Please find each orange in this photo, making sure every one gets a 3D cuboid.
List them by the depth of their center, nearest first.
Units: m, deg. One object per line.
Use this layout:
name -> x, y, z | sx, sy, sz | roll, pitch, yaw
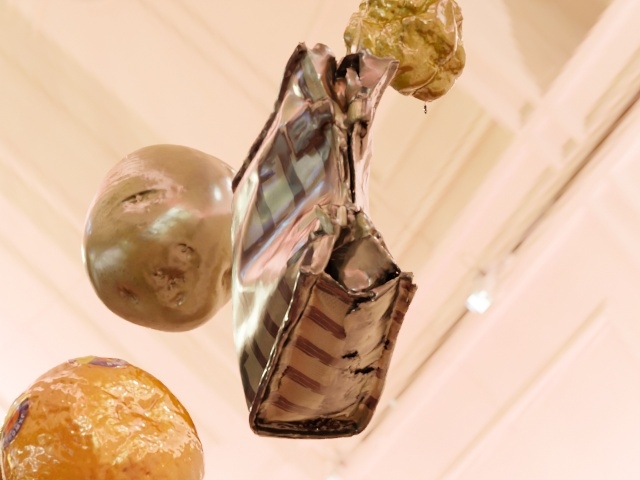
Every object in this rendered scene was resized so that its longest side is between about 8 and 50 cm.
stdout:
orange -> -0.183, 0.184, 1.403 | 0.177, 0.177, 0.155 | 39, -71, 12

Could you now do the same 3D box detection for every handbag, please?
handbag -> 0.000, 0.000, 1.775 | 0.162, 0.325, 0.327 | 1, -31, -11

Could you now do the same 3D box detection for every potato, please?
potato -> -0.217, -0.014, 2.443 | 0.243, 0.326, 0.221 | -16, -59, 14

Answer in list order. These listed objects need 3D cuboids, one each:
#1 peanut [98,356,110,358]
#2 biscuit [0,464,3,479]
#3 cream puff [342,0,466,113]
peanut -> -0.255, 0.208, 2.045 | 0.098, 0.103, 0.229 | 27, -23, 25
biscuit -> -0.413, 0.364, 2.022 | 0.202, 0.044, 0.289 | 13, -68, 18
cream puff -> 0.108, -0.241, 1.993 | 0.156, 0.156, 0.121 | 52, -7, -7
